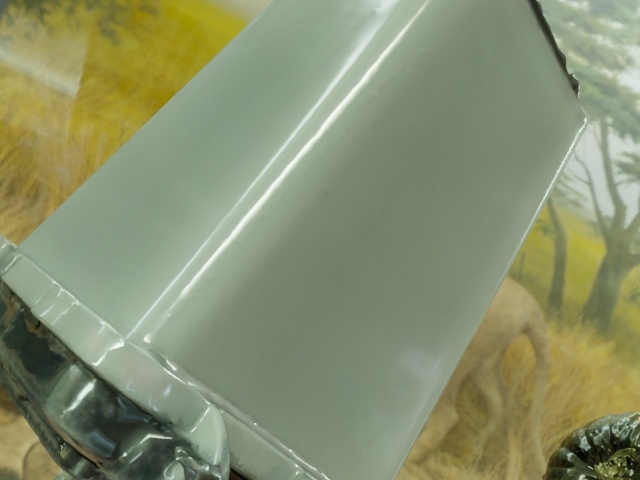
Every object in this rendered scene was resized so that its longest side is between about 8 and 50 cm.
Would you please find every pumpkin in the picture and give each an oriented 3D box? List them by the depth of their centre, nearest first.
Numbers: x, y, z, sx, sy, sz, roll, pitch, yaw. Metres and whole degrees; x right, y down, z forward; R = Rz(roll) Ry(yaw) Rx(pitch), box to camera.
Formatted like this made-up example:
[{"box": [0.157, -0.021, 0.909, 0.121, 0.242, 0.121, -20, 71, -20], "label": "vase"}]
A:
[{"box": [0.363, 0.309, 0.888, 0.157, 0.224, 0.223, 46, 6, -30], "label": "pumpkin"}]

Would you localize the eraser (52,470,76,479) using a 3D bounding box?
[{"box": [-0.256, 0.375, 0.767, 0.102, 0.332, 0.155, 28, 37, 25], "label": "eraser"}]

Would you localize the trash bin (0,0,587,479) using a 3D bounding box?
[{"box": [0.000, 0.000, 0.473, 0.296, 0.367, 0.256, 20, -22, 53], "label": "trash bin"}]
